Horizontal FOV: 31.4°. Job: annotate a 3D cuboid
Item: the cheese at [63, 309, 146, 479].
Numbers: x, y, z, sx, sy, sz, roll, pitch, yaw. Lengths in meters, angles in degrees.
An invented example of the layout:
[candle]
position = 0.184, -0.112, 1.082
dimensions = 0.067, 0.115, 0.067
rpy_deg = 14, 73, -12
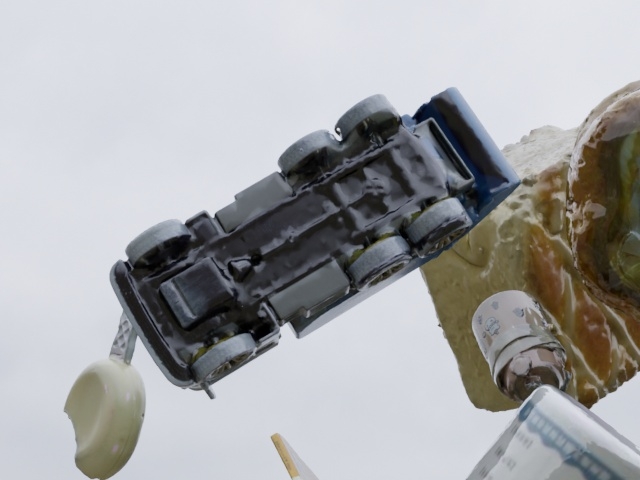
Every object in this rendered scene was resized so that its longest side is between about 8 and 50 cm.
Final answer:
[cheese]
position = -0.300, 0.219, 1.685
dimensions = 0.071, 0.249, 0.163
rpy_deg = 19, 15, -40

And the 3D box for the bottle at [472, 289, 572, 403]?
[bottle]
position = 0.247, 0.140, 1.375
dimensions = 0.099, 0.152, 0.099
rpy_deg = -7, -53, -9

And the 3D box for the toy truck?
[toy truck]
position = 0.000, 0.000, 1.030
dimensions = 0.367, 0.146, 0.175
rpy_deg = -29, -14, -10

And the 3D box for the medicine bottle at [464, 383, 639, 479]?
[medicine bottle]
position = 0.123, 0.219, 0.717
dimensions = 0.139, 0.237, 0.139
rpy_deg = 38, 4, -3

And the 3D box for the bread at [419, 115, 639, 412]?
[bread]
position = 0.374, 0.032, 1.763
dimensions = 0.279, 0.371, 0.390
rpy_deg = 5, -63, 56

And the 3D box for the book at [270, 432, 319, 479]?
[book]
position = 0.019, 0.452, 1.759
dimensions = 0.020, 0.295, 0.208
rpy_deg = -31, -39, -1

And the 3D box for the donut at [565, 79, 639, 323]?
[donut]
position = 0.438, -0.034, 1.357
dimensions = 0.330, 0.330, 0.160
rpy_deg = -1, 12, 17
